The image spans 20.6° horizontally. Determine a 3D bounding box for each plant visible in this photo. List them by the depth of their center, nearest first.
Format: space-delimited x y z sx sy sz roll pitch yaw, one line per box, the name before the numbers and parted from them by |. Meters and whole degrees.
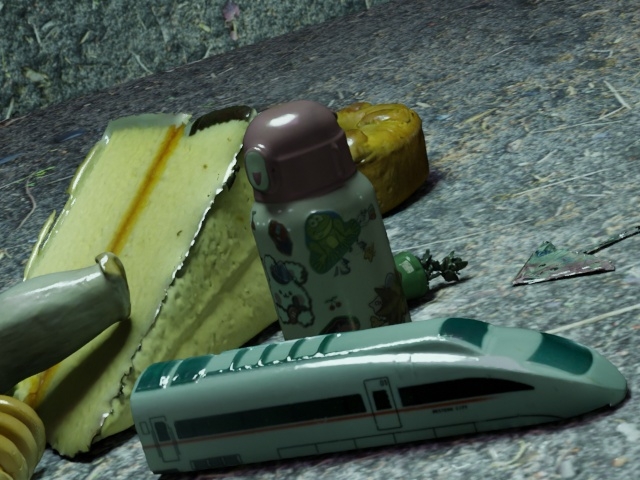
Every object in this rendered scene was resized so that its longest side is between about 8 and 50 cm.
plant | 0.098 0.031 1.746 0.102 0.051 0.051 -20 15 -28

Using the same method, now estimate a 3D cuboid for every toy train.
toy train | 0.044 0.116 1.438 0.407 0.088 0.086 -10 17 21

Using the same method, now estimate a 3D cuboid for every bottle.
bottle | 0.000 0.000 1.574 0.120 0.253 0.120 -16 16 5

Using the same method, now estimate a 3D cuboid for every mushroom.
mushroom | -0.329 0.123 1.657 0.351 0.109 0.097 -34 47 7

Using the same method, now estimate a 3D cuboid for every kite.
kite | 0.251 0.015 1.719 0.157 0.011 0.139 -24 20 -19

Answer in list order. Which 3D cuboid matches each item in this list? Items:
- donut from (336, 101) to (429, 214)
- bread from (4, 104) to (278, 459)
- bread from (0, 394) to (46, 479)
donut | 0.023 -0.093 2.132 0.227 0.113 0.226 -16 15 4
bread | -0.225 0.027 1.805 0.346 0.242 0.405 -5 16 45
bread | -0.310 0.198 1.543 0.119 0.084 0.177 -15 20 8
